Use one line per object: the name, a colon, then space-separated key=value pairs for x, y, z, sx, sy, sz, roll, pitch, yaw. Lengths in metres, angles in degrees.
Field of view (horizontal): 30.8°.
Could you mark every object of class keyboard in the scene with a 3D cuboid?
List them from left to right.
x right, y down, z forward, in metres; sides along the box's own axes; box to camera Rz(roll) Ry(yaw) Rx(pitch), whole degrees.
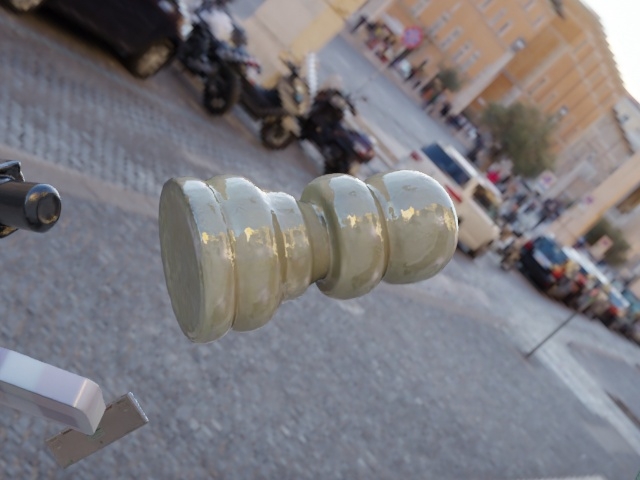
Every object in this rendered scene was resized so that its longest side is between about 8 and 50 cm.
keyboard: x=-0.319 y=0.268 z=1.651 sx=0.055 sy=0.166 sz=0.017 roll=57 pitch=23 yaw=-6

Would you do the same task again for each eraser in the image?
eraser: x=-0.215 y=0.110 z=0.868 sx=0.105 sy=0.026 sz=0.065 roll=19 pitch=-25 yaw=5

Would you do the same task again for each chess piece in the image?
chess piece: x=0.000 y=0.000 z=1.177 sx=0.167 sy=0.300 sz=0.167 roll=171 pitch=-90 yaw=-70

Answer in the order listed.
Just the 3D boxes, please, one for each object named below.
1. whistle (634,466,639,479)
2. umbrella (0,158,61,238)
whistle: x=0.394 y=0.311 z=1.413 sx=0.039 sy=0.039 sz=0.186 roll=48 pitch=29 yaw=7
umbrella: x=-0.361 y=-0.048 z=1.014 sx=0.073 sy=0.337 sz=0.067 roll=-50 pitch=138 yaw=-43
